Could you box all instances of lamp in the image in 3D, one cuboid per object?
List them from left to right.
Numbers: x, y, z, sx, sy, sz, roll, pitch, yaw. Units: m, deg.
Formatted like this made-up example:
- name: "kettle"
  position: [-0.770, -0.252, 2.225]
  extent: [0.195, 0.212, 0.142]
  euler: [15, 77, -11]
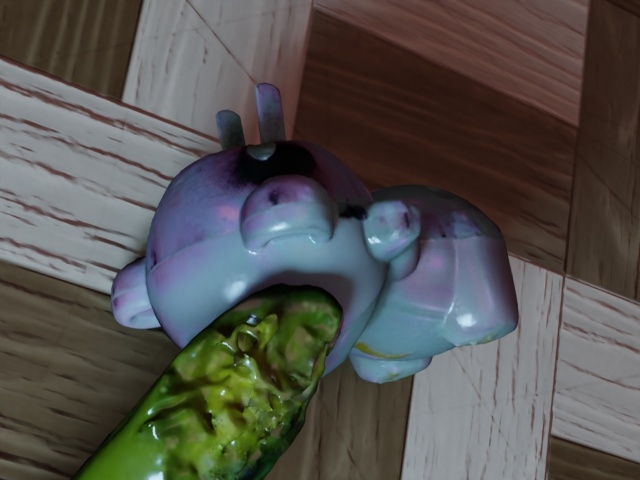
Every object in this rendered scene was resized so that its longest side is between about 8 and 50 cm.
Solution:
- name: "lamp"
  position: [0.000, 0.000, 1.148]
  extent: [0.301, 0.247, 0.248]
  euler: [5, 70, -39]

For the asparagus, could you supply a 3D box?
- name: "asparagus"
  position: [-0.124, 0.181, 0.979]
  extent: [0.108, 0.382, 0.128]
  euler: [44, 7, 24]
